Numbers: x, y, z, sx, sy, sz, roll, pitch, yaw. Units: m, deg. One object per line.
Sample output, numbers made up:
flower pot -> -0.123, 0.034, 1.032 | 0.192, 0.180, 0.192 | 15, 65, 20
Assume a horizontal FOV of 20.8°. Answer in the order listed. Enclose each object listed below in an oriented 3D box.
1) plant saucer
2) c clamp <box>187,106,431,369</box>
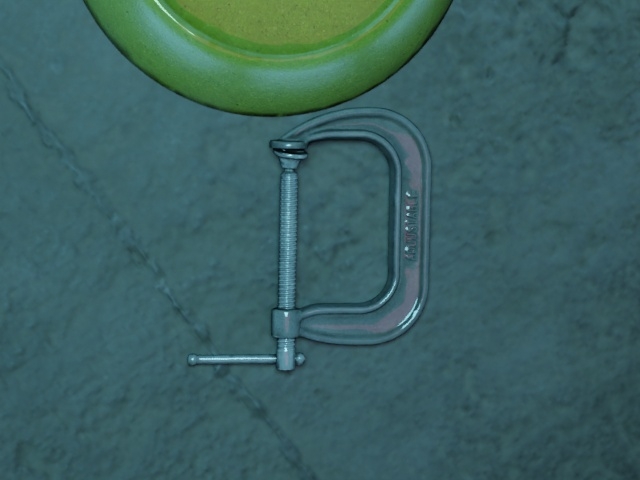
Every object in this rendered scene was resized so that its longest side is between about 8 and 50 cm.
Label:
plant saucer -> -0.026, -0.190, 0.983 | 0.241, 0.037, 0.241 | -1, 94, -11
c clamp -> 0.000, 0.000, 1.009 | 0.137, 0.022, 0.161 | 6, 94, -11
